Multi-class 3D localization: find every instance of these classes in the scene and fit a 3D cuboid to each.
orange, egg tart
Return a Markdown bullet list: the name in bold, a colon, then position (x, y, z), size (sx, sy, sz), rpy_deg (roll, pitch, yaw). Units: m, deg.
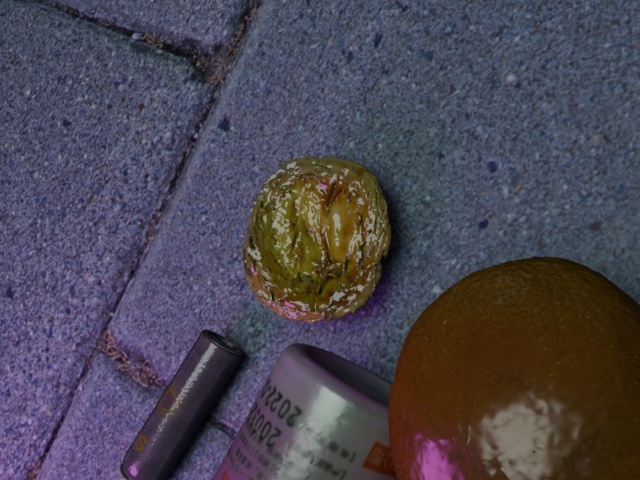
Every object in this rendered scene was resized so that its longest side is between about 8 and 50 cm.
- **orange**: position (0.233, 0.187, 1.003), size (0.322, 0.322, 0.356), rpy_deg (-21, 46, 26)
- **egg tart**: position (0.000, 0.000, 1.342), size (0.232, 0.098, 0.252), rpy_deg (-22, 69, 19)

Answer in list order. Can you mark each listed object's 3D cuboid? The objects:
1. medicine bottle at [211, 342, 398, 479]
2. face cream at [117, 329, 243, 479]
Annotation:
- **medicine bottle**: position (-0.039, 0.341, 1.187), size (0.219, 0.219, 0.388), rpy_deg (32, 94, 35)
- **face cream**: position (-0.216, 0.266, 1.411), size (0.073, 0.073, 0.283), rpy_deg (36, 97, 35)
